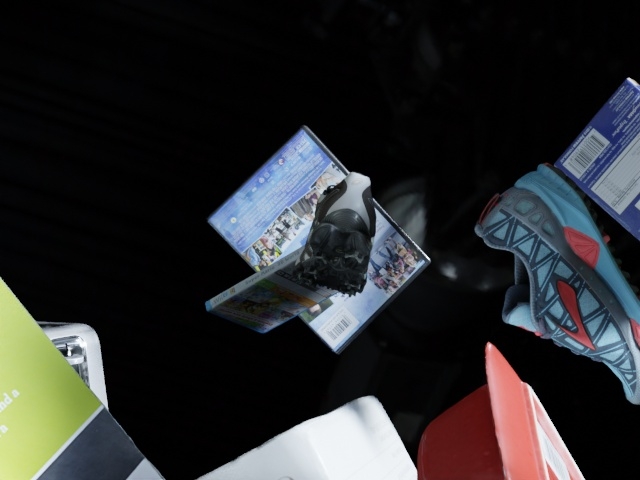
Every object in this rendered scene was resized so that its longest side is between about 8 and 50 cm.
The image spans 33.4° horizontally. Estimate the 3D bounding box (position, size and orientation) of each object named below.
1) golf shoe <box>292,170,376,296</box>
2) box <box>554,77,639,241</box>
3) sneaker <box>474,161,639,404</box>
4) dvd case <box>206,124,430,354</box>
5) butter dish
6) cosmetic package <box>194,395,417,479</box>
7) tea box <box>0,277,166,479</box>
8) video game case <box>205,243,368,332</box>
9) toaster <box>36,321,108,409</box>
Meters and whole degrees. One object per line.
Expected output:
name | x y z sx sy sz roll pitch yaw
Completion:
golf shoe | 0.023 -0.004 1.080 0.198 0.077 0.094 123 -17 -70
box | 0.401 -0.067 1.247 0.225 0.036 0.136 47 -69 24
sneaker | 0.241 0.059 1.051 0.125 0.262 0.104 -31 -173 4
dvd case | 0.000 0.000 1.403 0.180 0.253 0.022 -44 -171 -6
butter dish | 0.107 0.178 0.689 0.118 0.160 0.160 -25 -154 17
cosmetic package | -0.024 0.400 0.999 0.329 0.394 0.327 -30 170 10
tea box | -0.291 0.150 0.569 0.329 0.324 0.220 -24 -164 43
video game case | -0.040 0.059 1.295 0.166 0.119 0.015 -30 -122 22
toaster | -0.326 0.142 1.046 0.185 0.168 0.110 0 -88 34
